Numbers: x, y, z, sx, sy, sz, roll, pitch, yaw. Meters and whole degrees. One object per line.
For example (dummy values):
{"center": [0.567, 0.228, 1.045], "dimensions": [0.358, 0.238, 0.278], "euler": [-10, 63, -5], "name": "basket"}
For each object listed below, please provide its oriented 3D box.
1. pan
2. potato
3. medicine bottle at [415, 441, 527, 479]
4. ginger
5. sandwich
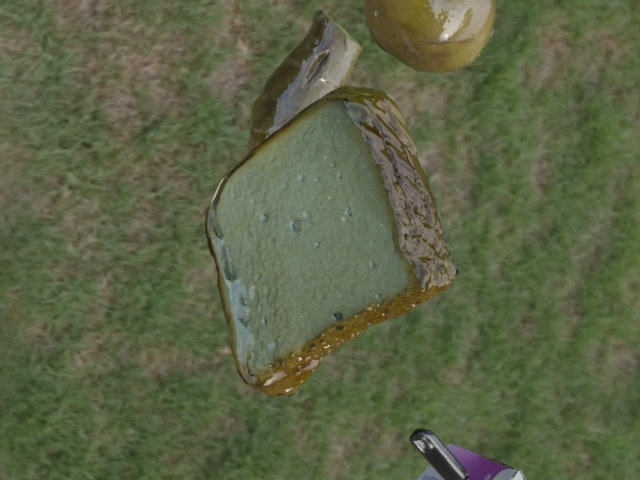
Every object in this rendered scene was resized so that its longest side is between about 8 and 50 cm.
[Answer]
{"center": [0.157, 0.263, 1.200], "dimensions": [0.235, 0.136, 0.028], "euler": [47, 42, -30], "name": "pan"}
{"center": [0.111, -0.235, 1.209], "dimensions": [0.176, 0.137, 0.137], "euler": [13, 82, -80], "name": "potato"}
{"center": [0.201, 0.415, 1.862], "dimensions": [0.201, 0.171, 0.052], "euler": [-43, 116, -19], "name": "medicine bottle"}
{"center": [-0.033, -0.221, 1.860], "dimensions": [0.109, 0.116, 0.263], "euler": [27, 91, -28], "name": "ginger"}
{"center": [0.001, 0.000, 1.136], "dimensions": [0.087, 0.251, 0.226], "euler": [0, 63, -46], "name": "sandwich"}
